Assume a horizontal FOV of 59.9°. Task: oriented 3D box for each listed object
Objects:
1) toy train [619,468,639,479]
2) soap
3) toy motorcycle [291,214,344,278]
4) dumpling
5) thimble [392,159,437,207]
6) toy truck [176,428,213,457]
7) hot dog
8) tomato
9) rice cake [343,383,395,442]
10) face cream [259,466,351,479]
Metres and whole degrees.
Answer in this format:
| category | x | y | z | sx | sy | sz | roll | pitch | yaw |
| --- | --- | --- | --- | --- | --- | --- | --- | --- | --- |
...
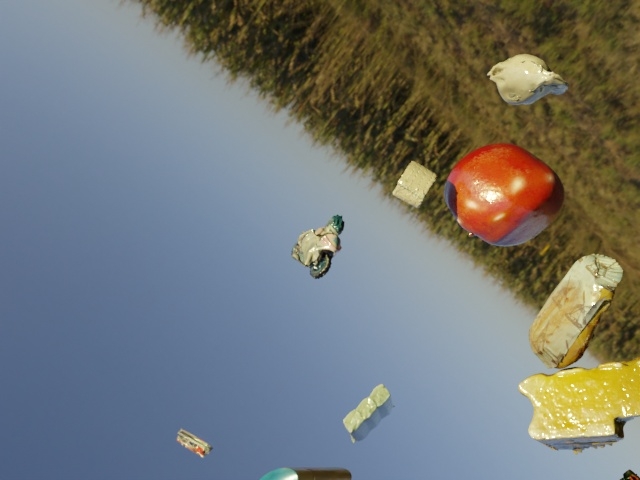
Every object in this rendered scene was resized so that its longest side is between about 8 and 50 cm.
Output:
| category | x | y | z | sx | sy | sz | roll | pitch | yaw |
| --- | --- | --- | --- | --- | --- | --- | --- | --- | --- |
| toy train | 0.747 | 0.588 | 1.186 | 0.250 | 0.053 | 0.085 | 35 | -166 | -1 |
| soap | 0.653 | 0.386 | 1.281 | 0.339 | 0.304 | 0.169 | 36 | -136 | -51 |
| toy motorcycle | 0.004 | 0.003 | 1.717 | 0.108 | 0.204 | 0.239 | 32 | -177 | -44 |
| dumpling | 0.612 | -0.460 | 1.623 | 0.172 | 0.142 | 0.247 | 4 | -161 | -39 |
| thimble | 0.263 | -0.158 | 1.554 | 0.090 | 0.102 | 0.115 | 32 | -135 | 4 |
| toy truck | -0.254 | 0.411 | 1.126 | 0.083 | 0.032 | 0.024 | 23 | -145 | 24 |
| hot dog | 0.549 | 0.152 | 1.200 | 0.082 | 0.270 | 0.162 | 22 | -160 | -10 |
| tomato | 0.540 | -0.131 | 1.644 | 0.325 | 0.290 | 0.293 | 14 | -148 | -36 |
| rice cake | 0.108 | 0.385 | 1.216 | 0.043 | 0.127 | 0.237 | 45 | 172 | 23 |
| face cream | -0.042 | 0.582 | 1.329 | 0.285 | 0.139 | 0.067 | 36 | -148 | -56 |
